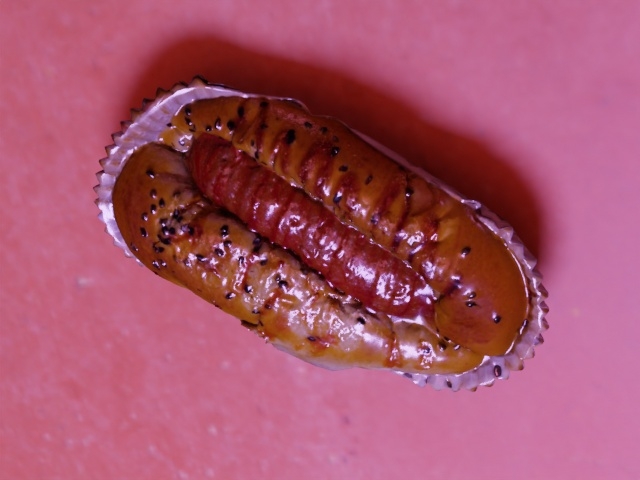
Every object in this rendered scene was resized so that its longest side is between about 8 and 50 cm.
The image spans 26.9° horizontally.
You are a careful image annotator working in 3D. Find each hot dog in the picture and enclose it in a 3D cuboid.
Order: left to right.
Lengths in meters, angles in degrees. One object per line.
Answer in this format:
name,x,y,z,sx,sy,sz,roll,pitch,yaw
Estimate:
hot dog,0.000,0.000,0.532,0.192,0.053,0.099,26,122,10
